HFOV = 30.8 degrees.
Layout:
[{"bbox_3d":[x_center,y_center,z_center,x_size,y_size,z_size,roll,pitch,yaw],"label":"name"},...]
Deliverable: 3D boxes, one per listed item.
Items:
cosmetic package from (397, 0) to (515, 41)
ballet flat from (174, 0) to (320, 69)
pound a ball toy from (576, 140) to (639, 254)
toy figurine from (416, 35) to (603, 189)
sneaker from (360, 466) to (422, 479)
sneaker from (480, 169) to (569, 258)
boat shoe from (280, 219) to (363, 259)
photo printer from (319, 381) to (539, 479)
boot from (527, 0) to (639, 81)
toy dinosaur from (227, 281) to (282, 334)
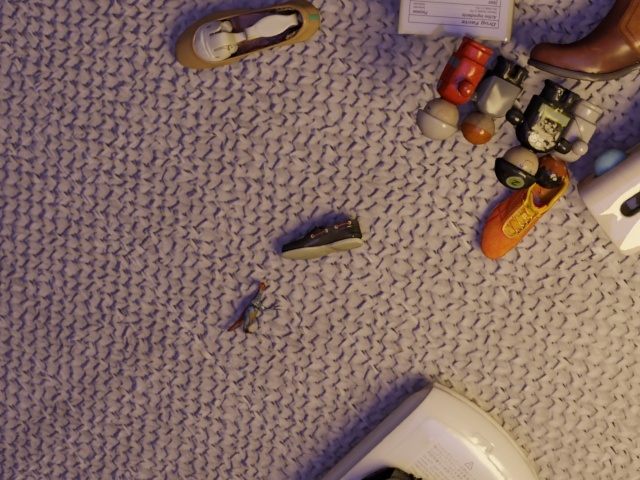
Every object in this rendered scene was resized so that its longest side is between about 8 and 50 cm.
[{"bbox_3d":[0.200,-0.436,1.599,0.160,0.113,0.310,7,104,10],"label":"cosmetic package"},{"bbox_3d":[-0.117,-0.307,1.707,0.232,0.073,0.080,-15,98,14],"label":"ballet flat"},{"bbox_3d":[0.504,-0.119,1.557,0.319,0.208,0.136,-36,93,16],"label":"pound a ball toy"},{"bbox_3d":[0.259,-0.162,1.584,0.213,0.209,0.148,33,102,25],"label":"toy figurine"},{"bbox_3d":[0.163,0.378,1.680,0.222,0.083,0.118,-18,97,15],"label":"sneaker"},{"bbox_3d":[0.292,-0.043,1.687,0.064,0.067,0.175,37,107,0],"label":"sneaker"},{"bbox_3d":[0.001,0.000,1.767,0.133,0.049,0.042,-14,71,20],"label":"boat shoe"},{"bbox_3d":[0.164,0.385,1.781,0.256,0.107,0.307,44,105,-1],"label":"photo printer"},{"bbox_3d":[0.417,-0.358,1.582,0.264,0.096,0.281,1,101,11],"label":"boot"},{"bbox_3d":[-0.109,0.105,1.812,0.090,0.047,0.082,3,84,21],"label":"toy dinosaur"}]
